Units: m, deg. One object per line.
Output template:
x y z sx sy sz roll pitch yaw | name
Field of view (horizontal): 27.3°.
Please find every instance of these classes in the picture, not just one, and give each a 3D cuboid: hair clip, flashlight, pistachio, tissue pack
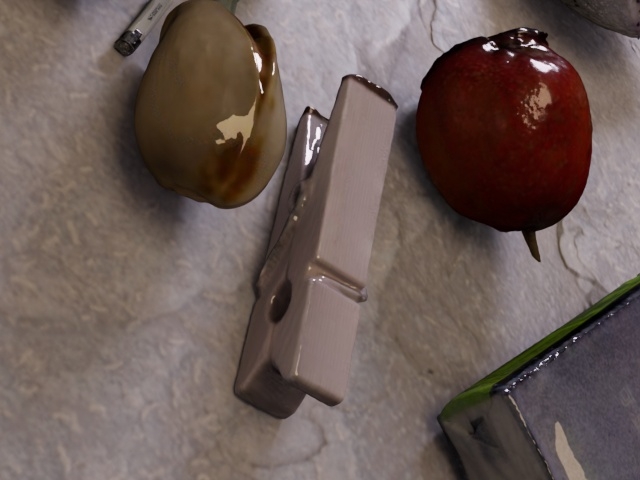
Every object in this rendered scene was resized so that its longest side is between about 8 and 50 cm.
0.003 0.003 1.224 0.085 0.101 0.330 32 53 -32 | hair clip
-0.164 -0.203 1.228 0.018 0.018 0.083 45 47 -19 | flashlight
-0.094 -0.121 1.167 0.144 0.144 0.215 20 50 -34 | pistachio
0.322 0.216 1.383 0.394 0.124 0.288 -25 87 -45 | tissue pack

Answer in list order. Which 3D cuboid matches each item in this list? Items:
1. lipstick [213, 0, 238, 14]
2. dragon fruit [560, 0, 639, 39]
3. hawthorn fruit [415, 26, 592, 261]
-0.094 -0.238 1.300 0.030 0.030 0.129 30 53 -28 | lipstick
0.385 -0.394 1.692 0.283 0.204 0.221 -41 132 -20 | dragon fruit
0.198 -0.098 1.406 0.190 0.190 0.251 -10 96 -44 | hawthorn fruit
